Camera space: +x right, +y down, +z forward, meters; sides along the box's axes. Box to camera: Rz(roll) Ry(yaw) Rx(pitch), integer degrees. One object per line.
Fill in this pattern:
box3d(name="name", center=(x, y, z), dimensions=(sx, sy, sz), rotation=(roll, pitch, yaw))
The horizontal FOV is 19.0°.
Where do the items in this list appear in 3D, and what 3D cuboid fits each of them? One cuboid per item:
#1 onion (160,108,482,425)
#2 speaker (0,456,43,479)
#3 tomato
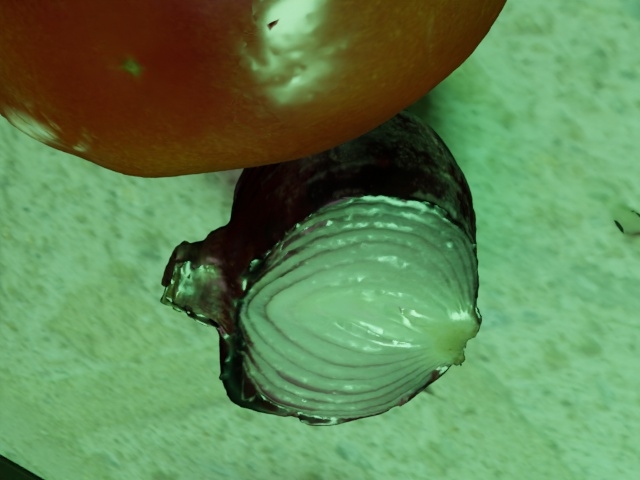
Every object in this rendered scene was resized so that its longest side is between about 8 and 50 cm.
box3d(name="onion", center=(0.000, 0.000, 0.903), dimensions=(0.151, 0.098, 0.206), rotation=(8, 144, -14))
box3d(name="speaker", center=(-0.259, 0.215, 1.362), dimensions=(0.082, 0.044, 0.218), rotation=(32, 143, -8))
box3d(name="tomato", center=(-0.046, -0.127, 0.718), dimensions=(0.259, 0.180, 0.260), rotation=(14, 144, 10))
